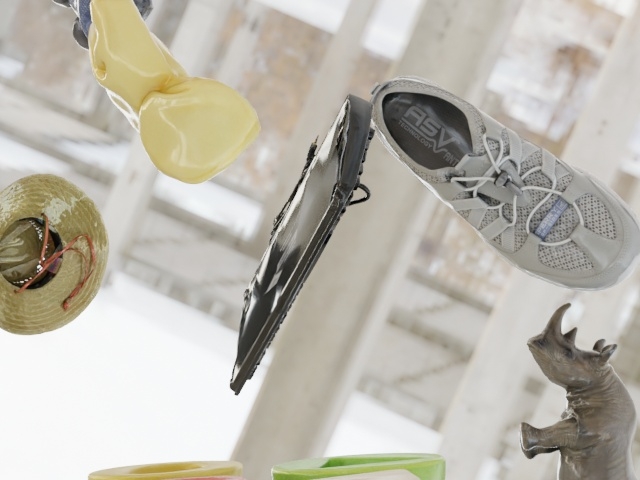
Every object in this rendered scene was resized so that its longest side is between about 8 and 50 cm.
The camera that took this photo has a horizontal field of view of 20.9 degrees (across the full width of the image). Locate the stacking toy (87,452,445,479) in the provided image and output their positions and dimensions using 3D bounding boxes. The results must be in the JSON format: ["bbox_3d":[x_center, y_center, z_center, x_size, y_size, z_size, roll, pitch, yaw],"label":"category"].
[{"bbox_3d":[-0.048,0.231,1.245,0.279,0.130,0.309,-4,178,6],"label":"stacking toy"}]

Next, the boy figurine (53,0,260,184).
[{"bbox_3d":[-0.143,-0.148,1.438,0.285,0.092,0.177,50,171,48],"label":"boy figurine"}]

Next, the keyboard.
[{"bbox_3d":[0.000,0.000,0.896,0.038,0.192,0.100,17,-128,-11],"label":"keyboard"}]

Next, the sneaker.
[{"bbox_3d":[0.147,-0.047,1.491,0.281,0.105,0.115,33,-173,18],"label":"sneaker"}]

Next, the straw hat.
[{"bbox_3d":[-0.250,0.009,1.440,0.061,0.144,0.144,13,179,41],"label":"straw hat"}]

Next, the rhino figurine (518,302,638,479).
[{"bbox_3d":[0.232,0.176,1.550,0.106,0.243,0.073,-5,-179,3],"label":"rhino figurine"}]
